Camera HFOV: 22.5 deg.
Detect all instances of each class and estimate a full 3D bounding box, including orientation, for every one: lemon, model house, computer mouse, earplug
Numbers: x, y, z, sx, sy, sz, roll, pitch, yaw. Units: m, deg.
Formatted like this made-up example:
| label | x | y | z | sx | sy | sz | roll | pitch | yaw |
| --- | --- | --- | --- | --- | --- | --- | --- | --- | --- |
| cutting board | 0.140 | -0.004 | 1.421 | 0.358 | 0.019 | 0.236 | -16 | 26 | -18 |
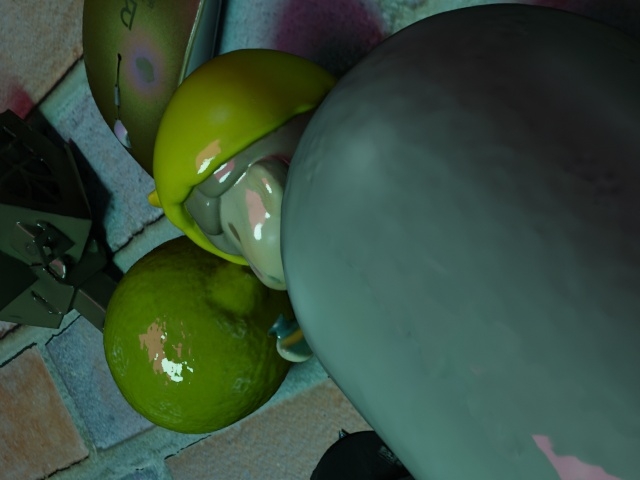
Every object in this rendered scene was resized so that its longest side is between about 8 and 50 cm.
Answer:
| label | x | y | z | sx | sy | sz | roll | pitch | yaw |
| --- | --- | --- | --- | --- | --- | --- | --- | --- | --- |
| lemon | -0.119 | 0.094 | 1.530 | 0.184 | 0.184 | 0.248 | 56 | 144 | 13 |
| model house | -0.326 | 0.024 | 1.771 | 0.243 | 0.204 | 0.211 | 37 | 140 | 10 |
| computer mouse | -0.160 | -0.180 | 1.513 | 0.158 | 0.071 | 0.310 | 46 | 142 | 29 |
| earplug | 0.161 | 0.032 | 1.015 | 0.394 | 0.312 | 0.313 | 48 | 142 | 29 |

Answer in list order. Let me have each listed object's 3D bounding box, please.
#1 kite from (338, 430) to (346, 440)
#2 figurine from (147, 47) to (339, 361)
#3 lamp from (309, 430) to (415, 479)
| label | x | y | z | sx | sy | sz | roll | pitch | yaw |
| --- | --- | --- | --- | --- | --- | --- | --- | --- | --- |
| kite | 0.040 | 0.223 | 1.548 | 0.090 | 0.004 | 0.122 | 58 | 145 | 10 |
| figurine | 0.000 | 0.000 | 1.294 | 0.344 | 0.187 | 0.215 | 53 | 165 | 21 |
| lamp | 0.129 | 0.161 | 1.334 | 0.130 | 0.109 | 0.371 | 31 | 141 | -16 |
